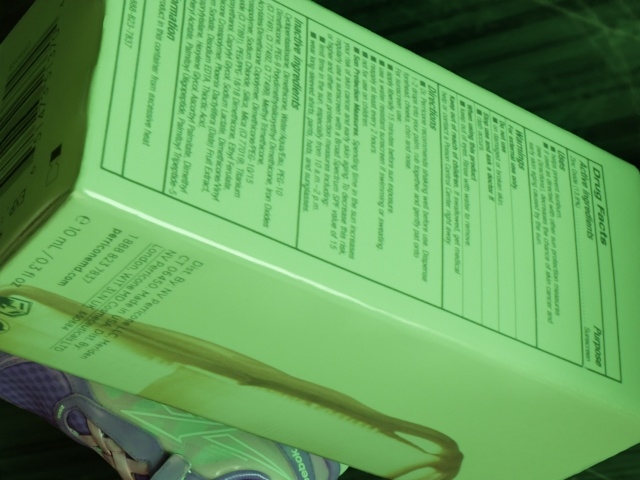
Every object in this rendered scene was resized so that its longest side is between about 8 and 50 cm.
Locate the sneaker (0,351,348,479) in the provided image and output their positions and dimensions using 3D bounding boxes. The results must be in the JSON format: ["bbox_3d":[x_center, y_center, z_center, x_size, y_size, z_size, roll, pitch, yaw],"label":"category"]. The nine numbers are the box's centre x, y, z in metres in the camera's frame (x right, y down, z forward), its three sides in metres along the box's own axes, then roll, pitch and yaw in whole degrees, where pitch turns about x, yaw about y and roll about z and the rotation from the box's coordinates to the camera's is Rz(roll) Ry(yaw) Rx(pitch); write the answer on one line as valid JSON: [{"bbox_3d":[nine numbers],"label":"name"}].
[{"bbox_3d":[-0.095,0.120,0.896,0.236,0.104,0.095,23,138,-8],"label":"sneaker"}]

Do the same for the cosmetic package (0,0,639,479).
[{"bbox_3d":[0.000,0.000,0.666,0.296,0.153,0.129,24,140,-27],"label":"cosmetic package"}]
